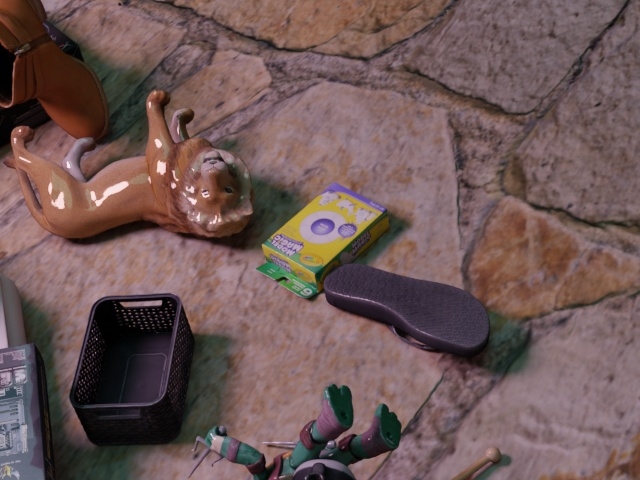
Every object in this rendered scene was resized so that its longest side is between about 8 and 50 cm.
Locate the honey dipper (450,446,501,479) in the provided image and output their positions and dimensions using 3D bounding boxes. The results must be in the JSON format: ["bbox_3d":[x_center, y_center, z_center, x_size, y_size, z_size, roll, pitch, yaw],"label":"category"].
[{"bbox_3d":[0.145,0.284,1.287,0.161,0.030,0.030,-29,48,-23],"label":"honey dipper"}]

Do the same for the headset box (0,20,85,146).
[{"bbox_3d":[-0.561,-0.301,1.921,0.218,0.110,0.293,-35,50,-22],"label":"headset box"}]

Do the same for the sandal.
[{"bbox_3d":[0.117,0.093,1.467,0.254,0.054,0.097,22,46,40],"label":"sandal"}]

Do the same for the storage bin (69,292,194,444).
[{"bbox_3d":[-0.236,0.162,1.434,0.122,0.084,0.180,-3,45,8],"label":"storage bin"}]

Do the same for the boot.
[{"bbox_3d":[-0.423,-0.242,1.694,0.109,0.283,0.220,-16,25,9],"label":"boot"}]

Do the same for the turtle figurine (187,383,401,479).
[{"bbox_3d":[-0.030,0.251,1.277,0.234,0.175,0.118,-36,59,30],"label":"turtle figurine"}]

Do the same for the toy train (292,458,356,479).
[{"bbox_3d":[-0.006,0.381,1.105,0.142,0.190,0.334,2,47,11],"label":"toy train"}]

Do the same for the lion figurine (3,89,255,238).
[{"bbox_3d":[-0.288,-0.077,1.655,0.392,0.142,0.240,-16,67,14],"label":"lion figurine"}]

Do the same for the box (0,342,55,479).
[{"bbox_3d":[-0.427,0.227,1.281,0.233,0.059,0.183,-12,56,-6],"label":"box"}]

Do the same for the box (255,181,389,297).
[{"bbox_3d":[0.000,0.000,1.577,0.105,0.043,0.179,28,59,32],"label":"box"}]

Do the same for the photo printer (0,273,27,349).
[{"bbox_3d":[-0.494,0.199,1.428,0.256,0.107,0.307,-17,46,-6],"label":"photo printer"}]
